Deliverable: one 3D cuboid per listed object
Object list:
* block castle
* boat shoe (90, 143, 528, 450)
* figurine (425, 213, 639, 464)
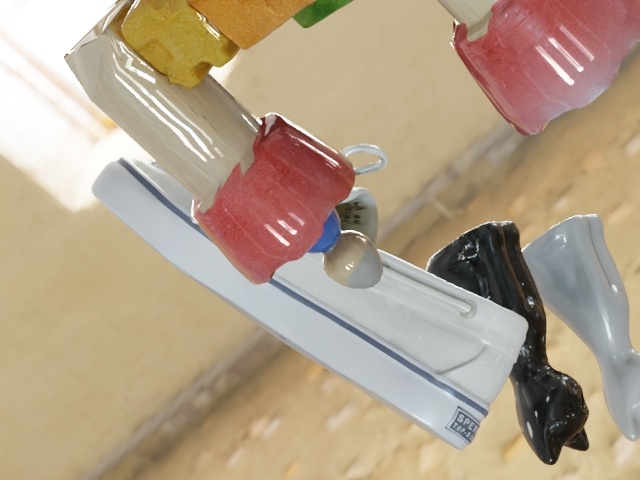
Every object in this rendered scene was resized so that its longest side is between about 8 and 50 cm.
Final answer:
[{"bbox_3d":[0.094,-0.202,0.935,0.303,0.213,0.453,-29,-156,47],"label":"block castle"},{"bbox_3d":[-0.002,-0.002,1.277,0.367,0.136,0.156,31,-96,29],"label":"boat shoe"},{"bbox_3d":[0.218,0.090,1.522,0.215,0.209,0.092,-5,155,-46],"label":"figurine"}]
